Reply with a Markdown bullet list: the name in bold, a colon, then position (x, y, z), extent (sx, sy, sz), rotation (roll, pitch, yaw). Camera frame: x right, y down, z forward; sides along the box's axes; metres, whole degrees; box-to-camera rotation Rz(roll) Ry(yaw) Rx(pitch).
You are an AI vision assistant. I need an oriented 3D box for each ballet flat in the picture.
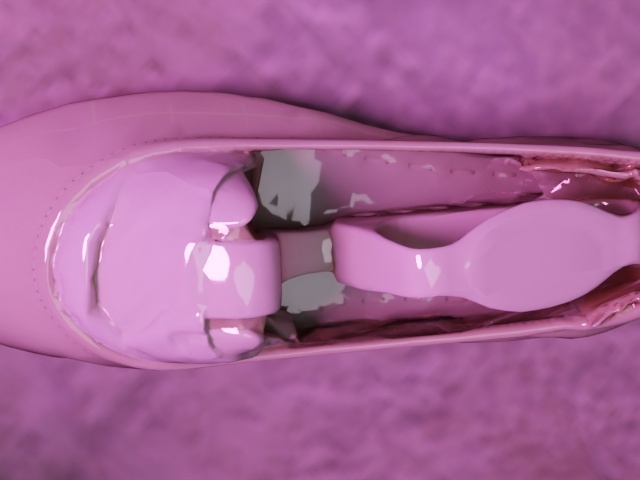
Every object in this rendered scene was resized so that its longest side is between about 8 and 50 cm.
- **ballet flat**: position (0.000, 0.000, 0.393), extent (0.248, 0.086, 0.086), rotation (-3, 106, -10)
